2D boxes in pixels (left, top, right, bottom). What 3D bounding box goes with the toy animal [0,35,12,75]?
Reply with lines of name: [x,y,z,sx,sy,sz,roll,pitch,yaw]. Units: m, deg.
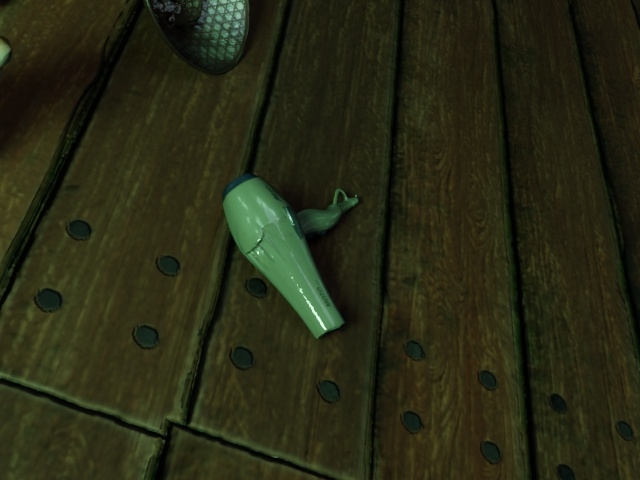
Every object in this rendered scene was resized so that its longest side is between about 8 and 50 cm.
toy animal: [-0.327,-0.154,0.705,0.104,0.185,0.184,-20,64,-42]

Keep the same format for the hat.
hat: [-0.166,-0.275,1.017,0.193,0.082,0.193,18,69,-58]

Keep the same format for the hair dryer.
hair dryer: [0.002,0.017,0.880,0.199,0.067,0.167,3,57,-51]
